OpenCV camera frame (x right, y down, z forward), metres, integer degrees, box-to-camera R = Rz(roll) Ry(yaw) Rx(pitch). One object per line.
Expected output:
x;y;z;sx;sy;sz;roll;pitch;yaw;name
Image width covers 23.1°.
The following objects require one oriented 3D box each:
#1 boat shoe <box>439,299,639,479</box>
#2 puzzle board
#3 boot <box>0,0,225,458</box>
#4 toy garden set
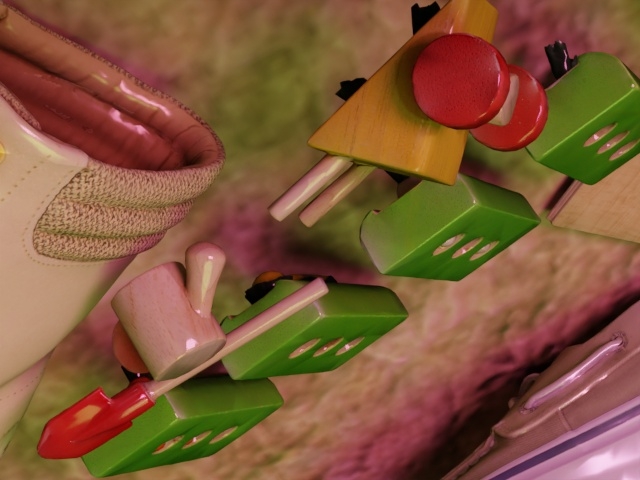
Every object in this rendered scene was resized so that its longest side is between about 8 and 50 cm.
0.137;0.095;0.733;0.302;0.094;0.109;-31;138;4;boat shoe
0.165;-0.048;0.664;0.096;0.011;0.128;10;128;-36;puzzle board
-0.171;0.008;0.476;0.262;0.095;0.203;14;127;-45;boot
0.000;0.000;0.560;0.244;0.049;0.204;-36;166;15;toy garden set
